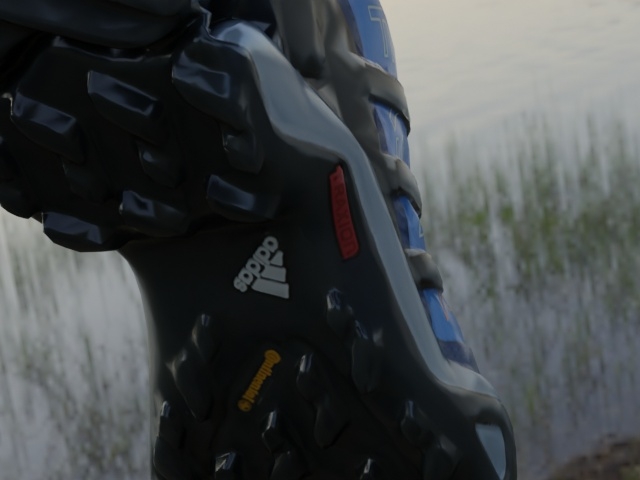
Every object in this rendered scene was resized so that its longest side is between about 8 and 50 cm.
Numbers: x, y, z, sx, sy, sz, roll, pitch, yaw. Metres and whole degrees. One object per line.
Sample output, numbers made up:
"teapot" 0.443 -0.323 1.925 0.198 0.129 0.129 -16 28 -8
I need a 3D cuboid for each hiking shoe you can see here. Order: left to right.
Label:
"hiking shoe" 0.000 0.000 0.456 0.113 0.304 0.132 -2 41 23
